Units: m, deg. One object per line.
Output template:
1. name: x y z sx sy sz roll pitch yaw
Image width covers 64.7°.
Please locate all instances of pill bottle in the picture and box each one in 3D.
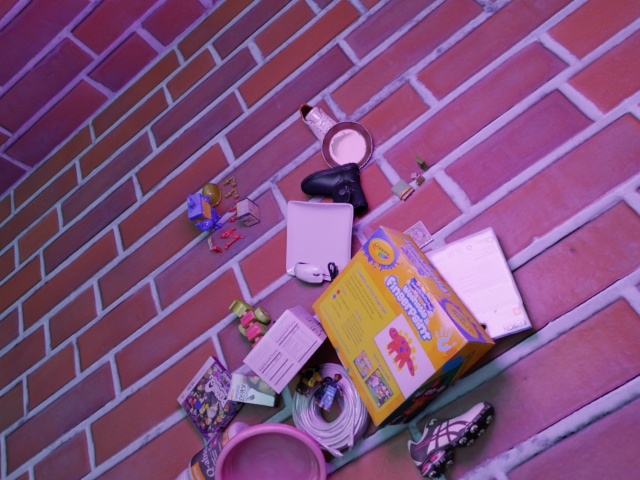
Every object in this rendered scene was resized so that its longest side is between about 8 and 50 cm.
1. pill bottle: -0.328 0.739 1.651 0.278 0.162 0.162 -41 54 7

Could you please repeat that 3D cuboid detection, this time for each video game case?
1. video game case: 0.311 0.000 1.713 0.122 0.011 0.087 -36 55 12
2. video game case: -0.394 0.574 1.839 0.232 0.042 0.210 37 89 36

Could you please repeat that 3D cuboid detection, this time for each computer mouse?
1. computer mouse: -0.024 0.121 1.797 0.192 0.042 0.106 6 99 32

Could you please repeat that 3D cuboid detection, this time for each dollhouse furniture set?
1. dollhouse furniture set: 0.313 -0.219 1.784 0.152 0.058 0.076 -46 53 4

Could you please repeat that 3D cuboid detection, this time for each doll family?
1. doll family: -0.003 0.440 1.550 0.192 0.076 0.111 21 74 31

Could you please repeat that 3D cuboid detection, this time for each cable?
1. cable: 0.035 0.522 1.586 0.257 0.089 0.257 11 73 34

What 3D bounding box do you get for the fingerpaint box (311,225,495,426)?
1. fingerpaint box: 0.220 0.245 1.492 0.371 0.163 0.445 -52 48 23

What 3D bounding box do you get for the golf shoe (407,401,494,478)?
1. golf shoe: 0.354 0.525 1.390 0.273 0.105 0.120 -45 46 4

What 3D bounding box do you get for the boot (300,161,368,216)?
1. boot: 0.046 -0.165 1.871 0.246 0.094 0.207 -17 56 16

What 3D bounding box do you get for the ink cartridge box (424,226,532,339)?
1. ink cartridge box: 0.425 0.166 1.534 0.324 0.071 0.330 -23 62 20

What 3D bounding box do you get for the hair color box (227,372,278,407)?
1. hair color box: -0.226 0.514 1.734 0.167 0.053 0.093 4 69 11

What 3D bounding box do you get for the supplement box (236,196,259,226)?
1. supplement box: -0.298 -0.116 2.078 0.056 0.083 0.083 -22 58 21

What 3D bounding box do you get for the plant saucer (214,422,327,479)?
1. plant saucer: -0.147 0.687 1.521 0.332 0.332 0.084 -41 12 8

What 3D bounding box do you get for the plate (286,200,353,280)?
1. plate: 0.000 0.000 1.822 0.277 0.045 0.278 6 98 32

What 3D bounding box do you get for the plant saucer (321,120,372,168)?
1. plant saucer: 0.103 -0.359 1.949 0.198 0.036 0.199 0 89 11

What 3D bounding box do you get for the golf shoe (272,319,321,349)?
1. golf shoe: -0.084 0.325 1.744 0.198 0.094 0.077 14 74 33

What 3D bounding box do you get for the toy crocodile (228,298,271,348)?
1. toy crocodile: -0.220 0.342 1.807 0.115 0.105 0.341 -42 54 8

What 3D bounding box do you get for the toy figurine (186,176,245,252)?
1. toy figurine: -0.469 -0.153 2.114 0.191 0.217 0.363 -23 59 19

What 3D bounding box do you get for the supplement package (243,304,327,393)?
1. supplement package: -0.097 0.329 1.579 0.145 0.262 0.204 41 91 8

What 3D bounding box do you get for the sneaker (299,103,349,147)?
1. sneaker: 0.006 -0.458 2.036 0.106 0.123 0.290 -48 56 1
